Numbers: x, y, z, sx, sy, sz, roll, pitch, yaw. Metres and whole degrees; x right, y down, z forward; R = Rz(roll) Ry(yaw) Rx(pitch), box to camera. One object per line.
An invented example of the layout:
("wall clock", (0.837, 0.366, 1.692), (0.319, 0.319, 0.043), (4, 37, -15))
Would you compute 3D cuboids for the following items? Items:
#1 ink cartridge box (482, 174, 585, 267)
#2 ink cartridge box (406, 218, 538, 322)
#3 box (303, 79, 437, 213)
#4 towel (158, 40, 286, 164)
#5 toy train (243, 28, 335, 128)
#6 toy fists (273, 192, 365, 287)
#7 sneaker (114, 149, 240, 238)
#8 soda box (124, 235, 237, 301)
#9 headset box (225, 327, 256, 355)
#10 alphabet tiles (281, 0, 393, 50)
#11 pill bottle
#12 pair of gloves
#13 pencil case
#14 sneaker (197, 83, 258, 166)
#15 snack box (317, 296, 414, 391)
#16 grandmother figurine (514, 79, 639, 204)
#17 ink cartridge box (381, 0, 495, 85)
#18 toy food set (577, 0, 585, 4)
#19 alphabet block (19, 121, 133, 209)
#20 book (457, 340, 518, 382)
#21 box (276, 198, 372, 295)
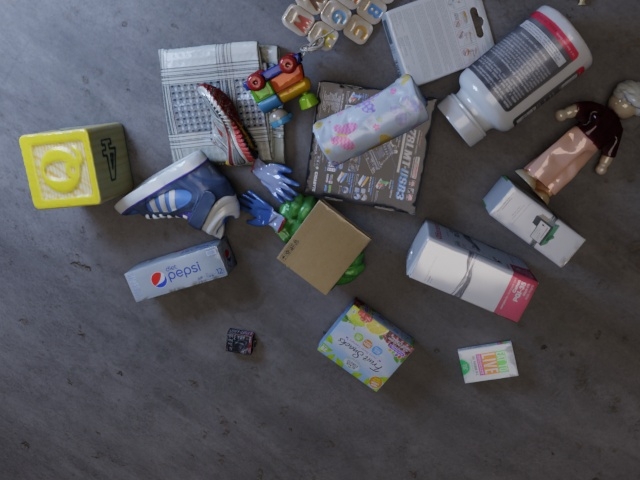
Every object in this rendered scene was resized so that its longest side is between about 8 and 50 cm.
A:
("ink cartridge box", (0.514, -0.050, 1.467), (0.219, 0.160, 0.092), (36, 107, -3))
("ink cartridge box", (0.367, 0.068, 1.496), (0.283, 0.207, 0.117), (23, 106, 1))
("box", (0.122, -0.235, 1.519), (0.294, 0.073, 0.295), (9, 106, 5))
("towel", (-0.249, -0.345, 1.552), (0.325, 0.056, 0.311), (-1, 105, 8))
("toy train", (-0.045, -0.380, 1.442), (0.248, 0.105, 0.143), (-25, 108, 12))
("toy fists", (0.000, 0.000, 1.592), (0.142, 0.096, 0.279), (-40, 95, 15))
("sneaker", (-0.369, -0.076, 1.609), (0.323, 0.130, 0.236), (-26, 109, 23))
("soda box", (-0.386, 0.079, 1.668), (0.287, 0.098, 0.091), (-17, 104, 13))
("headset box", (-0.228, 0.293, 1.739), (0.083, 0.032, 0.062), (8, 107, 5))
("alphabet tiles", (0.038, -0.590, 1.392), (0.278, 0.021, 0.284), (25, 112, -28))
("pill bottle", (0.434, -0.364, 1.382), (0.319, 0.176, 0.176), (-39, 97, 16))
("pair of gloves", (-0.136, -0.114, 1.561), (0.159, 0.023, 0.198), (34, 117, 23))
("pencil case", (0.118, -0.281, 1.415), (0.273, 0.113, 0.124), (-26, 86, 13))
("sneaker", (-0.249, -0.285, 1.507), (0.093, 0.088, 0.225), (-24, 102, 19))
("snack box", (0.126, 0.288, 1.666), (0.207, 0.070, 0.174), (37, 107, -2))
("grandmother figurine", (0.630, -0.248, 1.433), (0.342, 0.104, 0.208), (-43, 123, 14))
("ink cartridge box", (0.284, -0.488, 1.447), (0.233, 0.066, 0.188), (-22, 102, -8))
("toy food set", (0.584, -0.606, 1.376), (0.078, 0.019, 0.122), (12, 115, 5))
("alphabet block", (-0.629, -0.199, 1.575), (0.193, 0.197, 0.193), (-5, 105, 10))
("book", (0.459, 0.332, 1.652), (0.144, 0.035, 0.096), (-13, 99, 13))
("box", (0.008, 0.020, 1.535), (0.164, 0.021, 0.201), (37, 111, 0))
